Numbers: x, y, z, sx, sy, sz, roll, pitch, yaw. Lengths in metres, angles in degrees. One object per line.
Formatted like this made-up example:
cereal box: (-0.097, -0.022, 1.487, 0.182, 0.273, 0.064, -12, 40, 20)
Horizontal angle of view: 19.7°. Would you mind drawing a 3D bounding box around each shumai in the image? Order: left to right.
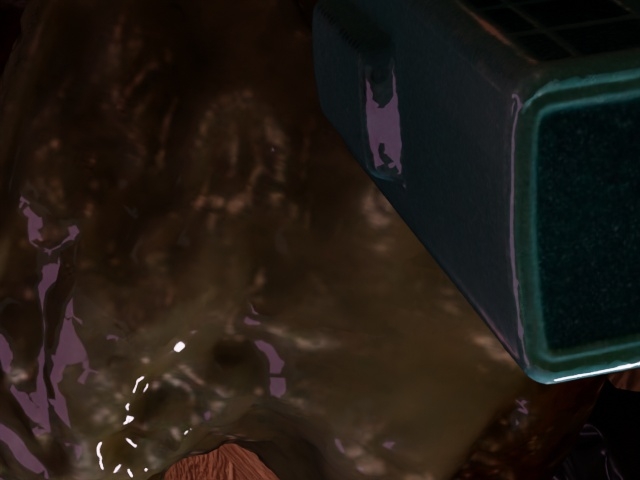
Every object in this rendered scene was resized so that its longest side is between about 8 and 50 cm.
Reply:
shumai: (0.000, 0.000, 0.952, 0.323, 0.397, 0.324, 20, -167, 10)

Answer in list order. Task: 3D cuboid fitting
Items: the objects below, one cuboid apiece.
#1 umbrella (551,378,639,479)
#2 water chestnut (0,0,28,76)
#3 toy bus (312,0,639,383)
umbrella: (0.114, 0.087, 1.145, 0.340, 0.118, 0.118, 40, 161, 39)
water chestnut: (-0.178, -0.087, 1.264, 0.289, 0.244, 0.289, 48, 171, 10)
toy bus: (0.088, -0.056, 0.701, 0.256, 0.147, 0.128, -125, 28, -63)
